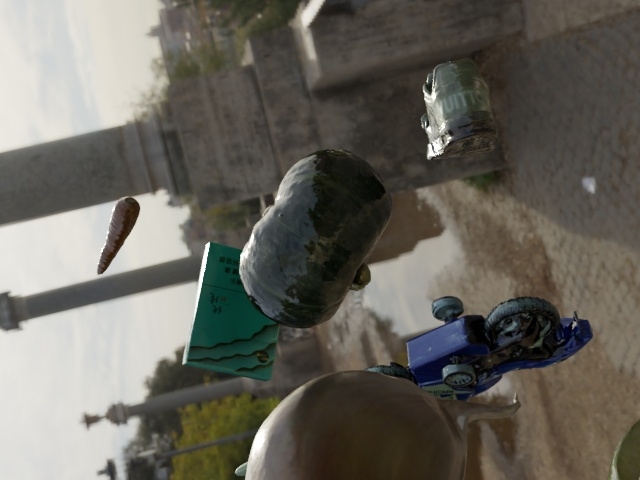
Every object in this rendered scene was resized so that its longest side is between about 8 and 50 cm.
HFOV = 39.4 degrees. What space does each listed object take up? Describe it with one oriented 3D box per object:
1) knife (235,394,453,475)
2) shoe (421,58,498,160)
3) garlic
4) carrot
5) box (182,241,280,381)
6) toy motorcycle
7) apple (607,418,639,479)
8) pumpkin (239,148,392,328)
[{"bbox_3d":[0.025,0.241,1.097,0.020,0.293,0.043,70,-164,7],"label":"knife"},{"bbox_3d":[0.218,-0.212,1.428,0.293,0.109,0.149,25,-125,-88],"label":"shoe"},{"bbox_3d":[0.039,0.154,0.658,0.148,0.266,0.128,46,137,-1],"label":"garlic"},{"bbox_3d":[-0.385,-0.004,1.675,0.216,0.048,0.048,-57,38,39],"label":"carrot"},{"bbox_3d":[-0.150,0.130,1.623,0.042,0.161,0.226,144,138,-65],"label":"box"},{"bbox_3d":[0.199,0.161,1.184,0.169,0.315,0.113,34,-140,-38],"label":"toy motorcycle"},{"bbox_3d":[0.447,0.323,0.957,0.295,0.258,0.233,-104,19,-74],"label":"apple"},{"bbox_3d":[0.000,0.000,1.449,0.300,0.207,0.300,-59,-7,-12],"label":"pumpkin"}]
